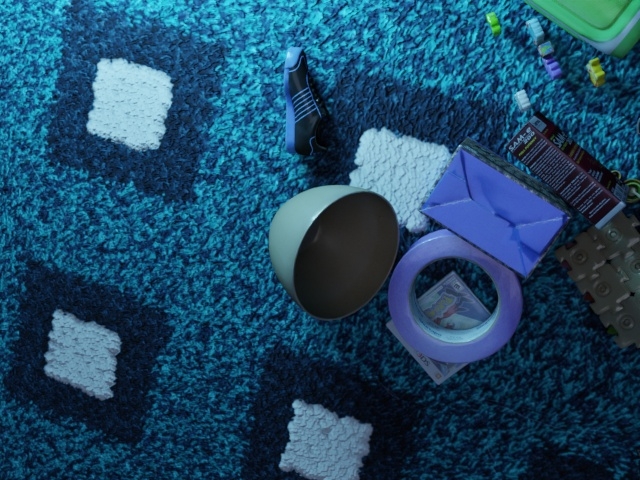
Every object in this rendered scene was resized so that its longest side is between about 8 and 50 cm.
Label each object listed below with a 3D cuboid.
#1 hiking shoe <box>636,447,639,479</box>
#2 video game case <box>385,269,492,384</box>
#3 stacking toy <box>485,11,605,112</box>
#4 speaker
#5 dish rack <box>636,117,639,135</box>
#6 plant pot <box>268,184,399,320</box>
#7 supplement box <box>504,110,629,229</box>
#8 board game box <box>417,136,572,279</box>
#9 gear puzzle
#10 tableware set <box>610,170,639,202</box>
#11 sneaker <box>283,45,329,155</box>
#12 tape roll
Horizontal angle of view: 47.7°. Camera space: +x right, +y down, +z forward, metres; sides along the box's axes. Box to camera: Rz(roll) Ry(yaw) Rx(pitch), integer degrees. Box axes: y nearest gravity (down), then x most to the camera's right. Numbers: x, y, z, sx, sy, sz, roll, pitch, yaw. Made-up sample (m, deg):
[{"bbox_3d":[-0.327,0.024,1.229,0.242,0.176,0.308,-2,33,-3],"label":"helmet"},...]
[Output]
[{"bbox_3d":[0.778,0.476,1.497,0.227,0.086,0.114,-8,103,17],"label":"hiking shoe"},{"bbox_3d":[0.278,0.195,1.603,0.201,0.023,0.183,-41,89,18],"label":"video game case"},{"bbox_3d":[0.440,-0.379,1.425,0.167,0.052,0.221,-22,88,9],"label":"stacking toy"},{"bbox_3d":[0.466,-0.463,1.330,0.297,0.131,0.131,37,108,6],"label":"speaker"},{"bbox_3d":[0.707,-0.109,1.348,0.208,0.074,0.271,3,100,36],"label":"dish rack"},{"bbox_3d":[0.000,0.000,1.531,0.191,0.284,0.283,31,111,44],"label":"plant pot"},{"bbox_3d":[0.483,-0.141,1.411,0.239,0.130,0.073,42,121,6],"label":"supplement box"},{"bbox_3d":[0.334,-0.074,1.390,0.232,0.291,0.141,33,107,5],"label":"board game box"},{"bbox_3d":[0.623,0.111,1.416,0.175,0.044,0.338,-39,62,23],"label":"gear puzzle"},{"bbox_3d":[0.655,-0.128,1.436,0.154,0.024,0.103,-6,100,16],"label":"tableware set"},{"bbox_3d":[-0.027,-0.298,1.554,0.091,0.081,0.232,3,109,11],"label":"sneaker"},{"bbox_3d":[0.284,0.115,1.525,0.275,0.090,0.274,3,102,14],"label":"tape roll"}]
